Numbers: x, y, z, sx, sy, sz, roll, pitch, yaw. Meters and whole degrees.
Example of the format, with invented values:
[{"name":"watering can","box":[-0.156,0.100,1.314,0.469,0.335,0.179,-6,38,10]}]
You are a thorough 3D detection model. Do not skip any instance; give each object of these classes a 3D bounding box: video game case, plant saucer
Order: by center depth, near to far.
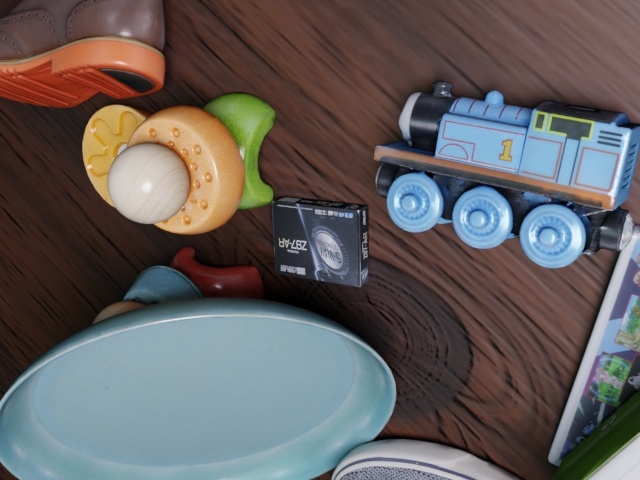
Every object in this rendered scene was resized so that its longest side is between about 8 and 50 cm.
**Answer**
[{"name":"video game case","box":[0.274,0.109,0.543,0.183,0.023,0.201,21,117,22]},{"name":"plant saucer","box":[-0.097,0.138,0.646,0.317,0.318,0.043,-46,40,33]}]

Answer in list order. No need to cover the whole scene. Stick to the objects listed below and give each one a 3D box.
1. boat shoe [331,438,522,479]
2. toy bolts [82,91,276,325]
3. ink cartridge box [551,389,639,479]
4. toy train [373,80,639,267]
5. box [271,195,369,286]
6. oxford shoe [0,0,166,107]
[{"name":"boat shoe","box":[0.136,0.274,0.595,0.341,0.158,0.127,16,117,24]},{"name":"toy bolts","box":[-0.154,-0.004,0.668,0.218,0.158,0.228,10,112,27]},{"name":"ink cartridge box","box":[0.288,0.149,0.477,0.189,0.097,0.255,41,121,12]},{"name":"toy train","box":[0.126,-0.049,0.543,0.184,0.080,0.105,16,105,27]},{"name":"box","box":[0.000,0.000,0.665,0.083,0.018,0.067,9,111,27]},{"name":"oxford shoe","box":[-0.241,-0.181,0.715,0.271,0.097,0.098,3,83,30]}]
